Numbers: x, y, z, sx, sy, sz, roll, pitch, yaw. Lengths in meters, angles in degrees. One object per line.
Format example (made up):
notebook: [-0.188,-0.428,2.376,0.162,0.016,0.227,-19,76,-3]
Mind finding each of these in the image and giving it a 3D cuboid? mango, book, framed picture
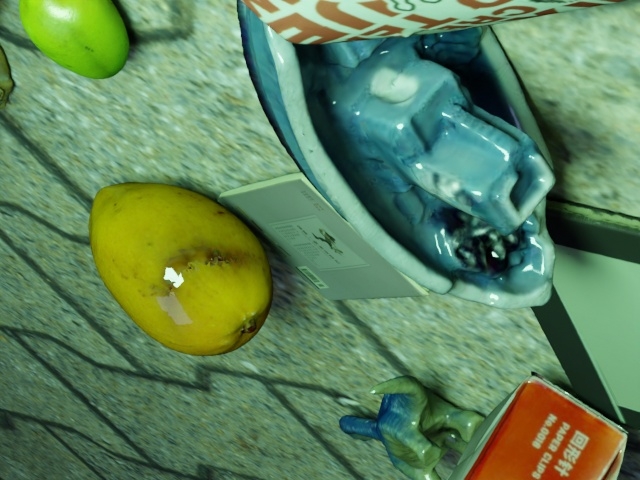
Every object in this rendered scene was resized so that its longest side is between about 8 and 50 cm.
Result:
mango: [-0.165,-0.144,1.136,0.073,0.056,0.108,31,170,18]
book: [0.000,0.000,1.232,0.127,0.014,0.182,42,162,-15]
mango: [-0.116,0.013,1.310,0.145,0.112,0.219,47,174,-34]
framed picture: [0.276,0.082,1.035,0.347,0.016,0.265,16,151,39]

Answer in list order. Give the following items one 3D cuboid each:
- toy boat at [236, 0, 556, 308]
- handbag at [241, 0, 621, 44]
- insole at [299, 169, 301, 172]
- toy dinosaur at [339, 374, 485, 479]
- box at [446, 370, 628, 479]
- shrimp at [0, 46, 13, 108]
toy boat: [0.053,-0.066,0.891,0.142,0.129,0.309,25,158,49]
handbag: [0.014,-0.184,0.682,0.298,0.151,0.171,41,153,-26]
insole: [0.010,-0.086,1.068,0.110,0.012,0.309,28,158,18]
toy dinosaur: [0.050,0.144,1.414,0.188,0.075,0.247,27,164,36]
box: [0.149,0.192,1.261,0.099,0.133,0.182,31,163,3]
shrimp: [-0.339,-0.177,1.315,0.173,0.058,0.253,6,149,35]
